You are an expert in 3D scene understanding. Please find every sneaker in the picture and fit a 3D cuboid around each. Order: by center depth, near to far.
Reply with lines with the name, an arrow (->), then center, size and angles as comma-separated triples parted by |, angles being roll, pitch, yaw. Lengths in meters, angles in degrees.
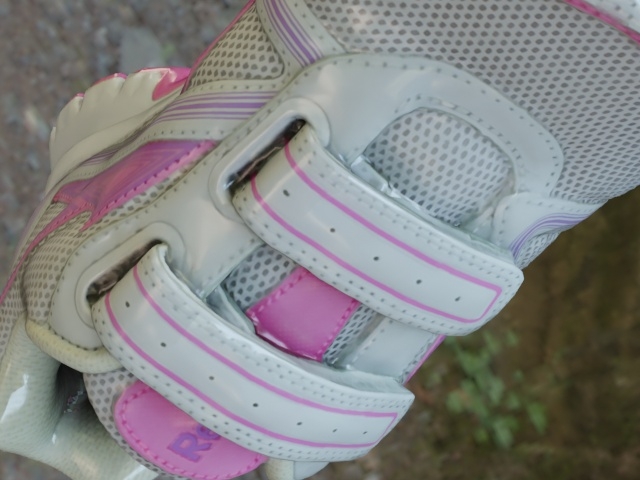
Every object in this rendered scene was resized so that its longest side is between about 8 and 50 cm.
sneaker -> 0.000, 0.000, 0.390 | 0.103, 0.252, 0.111 | 30, 57, -18
